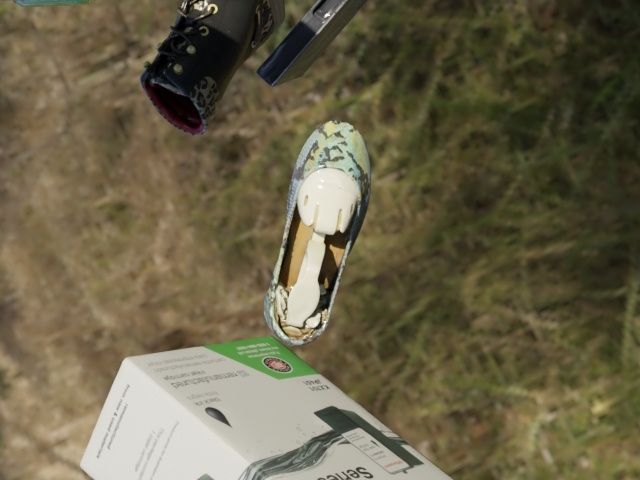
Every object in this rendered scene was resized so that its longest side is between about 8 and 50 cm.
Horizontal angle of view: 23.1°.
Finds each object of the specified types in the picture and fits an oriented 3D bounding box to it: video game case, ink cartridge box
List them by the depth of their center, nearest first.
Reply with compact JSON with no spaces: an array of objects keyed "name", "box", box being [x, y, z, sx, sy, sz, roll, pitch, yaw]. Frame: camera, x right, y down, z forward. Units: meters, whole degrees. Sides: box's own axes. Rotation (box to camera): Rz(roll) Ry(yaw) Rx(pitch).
[{"name":"ink cartridge box","box":[-0.019,0.154,0.965,0.208,0.153,0.087,36,112,29]},{"name":"video game case","box":[0.050,-0.257,1.455,0.026,0.274,0.196,41,-169,0]}]

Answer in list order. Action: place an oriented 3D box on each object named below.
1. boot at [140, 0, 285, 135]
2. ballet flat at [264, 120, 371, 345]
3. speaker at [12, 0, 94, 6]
[{"name":"boot","box":[-0.121,-0.236,1.560,0.085,0.179,0.236,14,151,27]},{"name":"ballet flat","box":[0.000,0.000,1.252,0.070,0.070,0.188,-136,54,-60]},{"name":"speaker","box":[-0.204,-0.238,1.140,0.296,0.131,0.131,13,129,59]}]
